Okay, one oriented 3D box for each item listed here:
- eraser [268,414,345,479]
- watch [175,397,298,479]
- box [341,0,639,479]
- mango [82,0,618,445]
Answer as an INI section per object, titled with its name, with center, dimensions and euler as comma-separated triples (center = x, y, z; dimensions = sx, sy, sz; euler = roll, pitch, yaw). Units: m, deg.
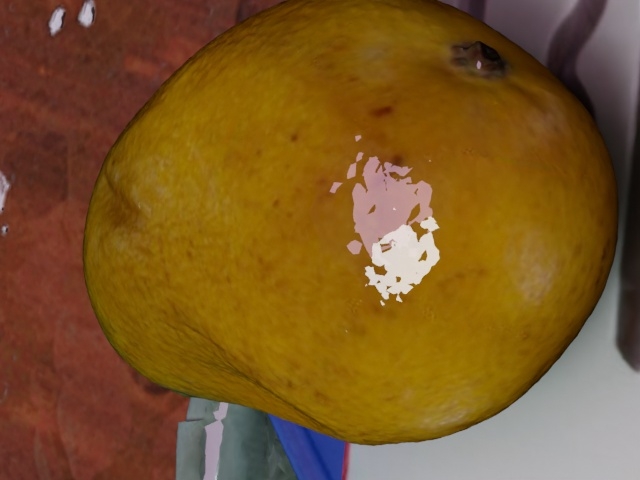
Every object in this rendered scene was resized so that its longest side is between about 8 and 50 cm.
[eraser]
center = 0.019, 0.079, 0.626
dimensions = 0.063, 0.027, 0.084
euler = -46, 46, 16
[watch]
center = 0.030, 0.116, 0.710
dimensions = 0.253, 0.162, 0.241
euler = -53, 55, 17
[box]
center = 0.219, -0.044, 0.475
dimensions = 0.300, 0.312, 0.314
euler = 7, 93, 39
[mango]
center = 0.001, -0.007, 0.402
dimensions = 0.165, 0.089, 0.115
euler = 10, 106, 48
